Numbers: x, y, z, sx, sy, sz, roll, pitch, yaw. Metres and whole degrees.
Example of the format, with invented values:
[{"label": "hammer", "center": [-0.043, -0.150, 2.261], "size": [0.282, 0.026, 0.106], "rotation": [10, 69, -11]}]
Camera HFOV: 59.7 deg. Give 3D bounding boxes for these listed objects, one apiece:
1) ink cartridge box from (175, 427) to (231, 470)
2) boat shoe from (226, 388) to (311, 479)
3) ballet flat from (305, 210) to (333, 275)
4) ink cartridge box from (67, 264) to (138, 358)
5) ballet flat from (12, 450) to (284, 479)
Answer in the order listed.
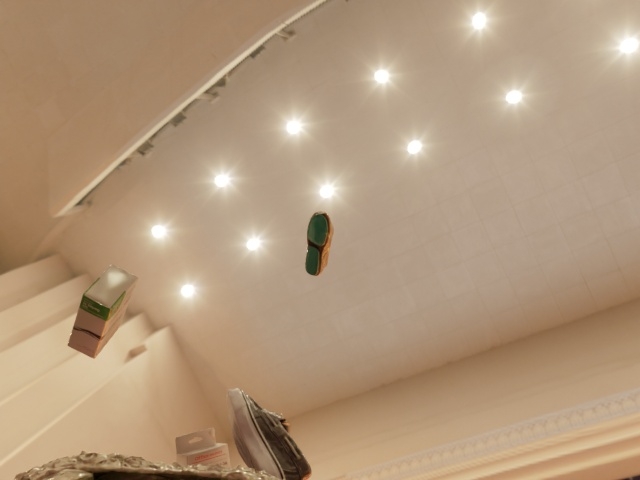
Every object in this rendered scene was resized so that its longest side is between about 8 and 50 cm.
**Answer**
[{"label": "ink cartridge box", "center": [-0.285, 0.575, 1.378], "size": [0.067, 0.115, 0.198], "rotation": [-23, -106, 49]}, {"label": "boat shoe", "center": [-0.124, 0.453, 1.279], "size": [0.119, 0.335, 0.121], "rotation": [-12, -61, -23]}, {"label": "ballet flat", "center": [0.000, 0.000, 1.156], "size": [0.057, 0.052, 0.168], "rotation": [32, -47, 22]}, {"label": "ink cartridge box", "center": [-0.591, 0.194, 1.514], "size": [0.086, 0.153, 0.208], "rotation": [27, -59, -5]}, {"label": "ballet flat", "center": [-0.230, 0.315, 0.660], "size": [0.408, 0.147, 0.147], "rotation": [-4, -77, 3]}]
